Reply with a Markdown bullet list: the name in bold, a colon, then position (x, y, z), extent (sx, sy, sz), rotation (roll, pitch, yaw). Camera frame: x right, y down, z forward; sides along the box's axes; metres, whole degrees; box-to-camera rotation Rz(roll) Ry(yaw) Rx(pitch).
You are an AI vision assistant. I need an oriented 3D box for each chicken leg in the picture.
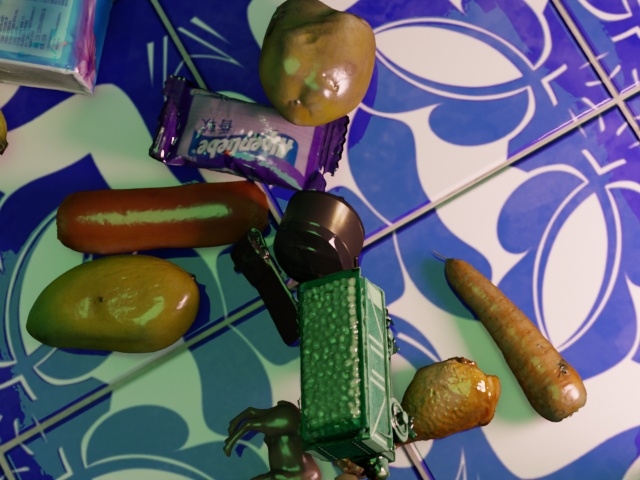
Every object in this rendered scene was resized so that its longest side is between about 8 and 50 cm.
- **chicken leg**: position (0.126, 0.241, 1.861), extent (0.252, 0.087, 0.107), rotation (-33, 69, 4)

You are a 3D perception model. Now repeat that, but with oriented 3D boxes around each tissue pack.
- **tissue pack**: position (-0.395, -0.356, 1.960), extent (0.198, 0.146, 0.263), rotation (9, 82, 6)

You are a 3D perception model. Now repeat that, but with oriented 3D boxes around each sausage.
- **sausage**: position (-0.222, -0.032, 1.927), extent (0.300, 0.083, 0.089), rotation (-5, 67, 2)

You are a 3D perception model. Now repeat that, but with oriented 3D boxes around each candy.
- **candy**: position (-0.103, -0.146, 1.936), extent (0.275, 0.070, 0.145), rotation (14, 64, 5)

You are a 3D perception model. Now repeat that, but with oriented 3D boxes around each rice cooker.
- **rice cooker**: position (0.000, 0.000, 1.869), extent (0.112, 0.165, 0.106), rotation (14, 71, 15)

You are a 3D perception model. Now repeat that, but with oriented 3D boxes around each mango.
- **mango**: position (-0.285, 0.085, 1.909), extent (0.238, 0.091, 0.137), rotation (4, 75, 4)

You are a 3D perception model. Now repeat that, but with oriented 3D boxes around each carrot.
- **carrot**: position (0.251, 0.117, 1.882), extent (0.078, 0.078, 0.298), rotation (-38, 76, -3)

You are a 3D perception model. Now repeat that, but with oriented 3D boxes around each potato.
- **potato**: position (-0.005, -0.247, 1.905), extent (0.155, 0.137, 0.200), rotation (8, 46, 7)

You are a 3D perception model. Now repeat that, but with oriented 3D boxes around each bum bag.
- **bum bag**: position (-0.071, 0.066, 1.890), extent (0.026, 0.109, 0.159), rotation (-26, 80, -24)

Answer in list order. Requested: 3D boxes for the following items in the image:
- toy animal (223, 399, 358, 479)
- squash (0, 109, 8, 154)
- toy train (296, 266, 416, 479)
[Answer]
- **toy animal**: position (-0.032, 0.319, 1.850), extent (0.186, 0.094, 0.214), rotation (-8, 82, 4)
- **squash**: position (-0.549, -0.194, 1.951), extent (0.247, 0.132, 0.132), rotation (31, 84, 9)
- **toy train**: position (0.042, 0.177, 1.797), extent (0.115, 0.154, 0.269), rotation (-17, 60, 28)
